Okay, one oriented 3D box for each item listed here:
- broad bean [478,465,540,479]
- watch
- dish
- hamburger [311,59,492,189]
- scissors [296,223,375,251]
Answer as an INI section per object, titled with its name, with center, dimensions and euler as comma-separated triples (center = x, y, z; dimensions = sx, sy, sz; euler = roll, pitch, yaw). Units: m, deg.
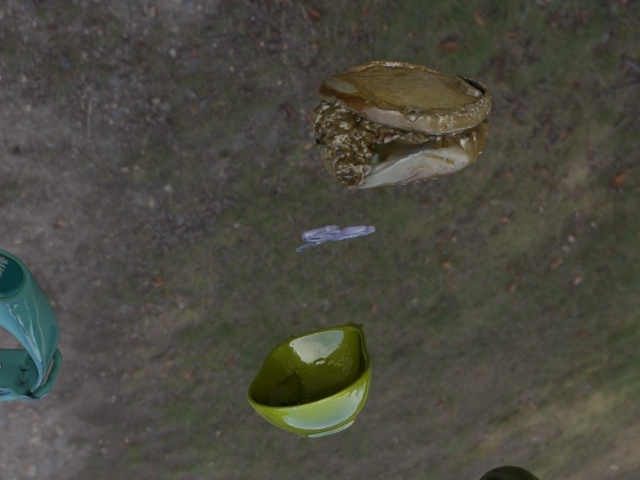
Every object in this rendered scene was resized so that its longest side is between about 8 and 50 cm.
[broad bean]
center = 0.115, 0.176, 0.423
dimensions = 0.070, 0.213, 0.048
euler = 18, 109, -10
[watch]
center = -0.348, 0.071, 0.798
dimensions = 0.237, 0.068, 0.195
euler = 22, 133, -15
[dish]
center = -0.002, 0.257, 1.535
dimensions = 0.221, 0.262, 0.108
euler = -14, 110, 12
[hamburger]
center = 0.112, -0.162, 1.227
dimensions = 0.286, 0.243, 0.146
euler = -37, 130, -51
[scissors]
center = 0.000, 0.000, 1.194
dimensions = 0.100, 0.015, 0.189
euler = -5, 172, -22
